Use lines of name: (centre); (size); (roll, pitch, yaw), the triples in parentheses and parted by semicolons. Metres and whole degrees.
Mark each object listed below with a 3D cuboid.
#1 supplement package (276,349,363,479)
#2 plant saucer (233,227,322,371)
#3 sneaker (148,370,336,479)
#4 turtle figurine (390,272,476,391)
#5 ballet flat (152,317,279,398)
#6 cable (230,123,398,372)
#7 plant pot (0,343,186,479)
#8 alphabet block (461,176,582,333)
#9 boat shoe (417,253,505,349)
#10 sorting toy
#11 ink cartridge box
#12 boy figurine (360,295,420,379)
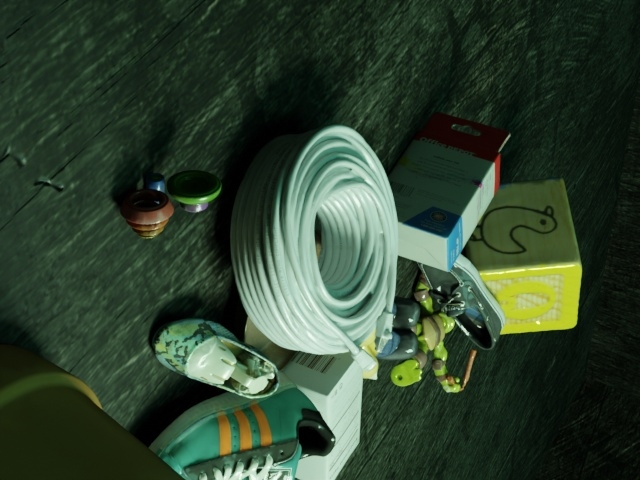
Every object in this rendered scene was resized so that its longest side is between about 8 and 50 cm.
supplement package: (-0.012, 0.222, 1.471); (0.105, 0.105, 0.179); (-49, 150, -46)
plant saucer: (-0.054, 0.074, 1.349); (0.198, 0.036, 0.199); (-49, 150, -42)
sneaker: (-0.091, 0.245, 1.248); (0.302, 0.121, 0.108); (-24, 146, -51)
turtle figurine: (0.169, 0.144, 1.849); (0.217, 0.087, 0.270); (-22, 106, -56)
ballet flat: (-0.104, 0.132, 1.198); (0.188, 0.070, 0.070); (26, 84, -55)
cable: (0.000, 0.000, 1.260); (0.257, 0.089, 0.257); (34, 62, -50)
plant pot: (-0.225, 0.255, 0.888); (0.291, 0.203, 0.291); (-49, 150, -42)
alphabet block: (0.343, 0.030, 1.931); (0.193, 0.192, 0.197); (76, 9, -50)
boat shoe: (0.225, 0.098, 1.803); (0.228, 0.080, 0.076); (50, 43, -34)
sorting toy: (-0.142, -0.032, 1.034); (0.102, 0.061, 0.042); (-21, 131, -32)
ink cartridge box: (0.176, -0.077, 1.621); (0.231, 0.134, 0.078); (-54, 152, -33)
boy figurine: (0.069, 0.105, 1.567); (0.285, 0.092, 0.177); (32, 61, -71)
